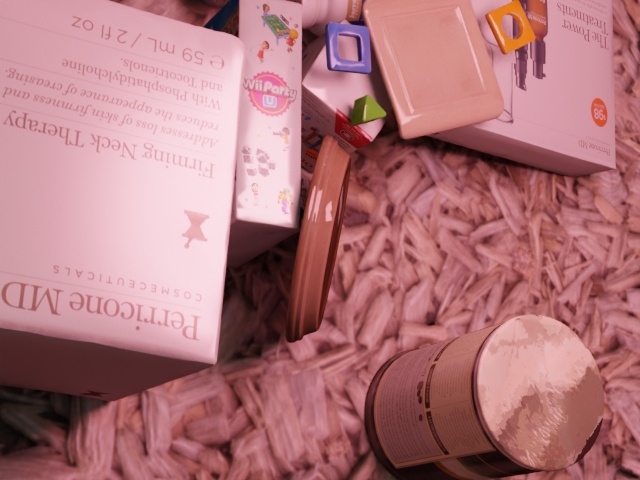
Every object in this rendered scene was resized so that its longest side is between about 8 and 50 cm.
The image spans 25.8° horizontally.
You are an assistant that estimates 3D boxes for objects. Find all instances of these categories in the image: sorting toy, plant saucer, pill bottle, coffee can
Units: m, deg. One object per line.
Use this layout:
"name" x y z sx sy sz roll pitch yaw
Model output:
"sorting toy" 0.149 -0.243 1.893 0.348 0.047 0.196 -15 89 -31
"plant saucer" 0.000 0.000 1.821 0.041 0.278 0.277 10 68 4
"pill bottle" 0.032 -0.351 2.026 0.187 0.112 0.112 -9 81 -31
"coffee can" 0.214 0.222 1.872 0.202 0.275 0.201 8 73 -27

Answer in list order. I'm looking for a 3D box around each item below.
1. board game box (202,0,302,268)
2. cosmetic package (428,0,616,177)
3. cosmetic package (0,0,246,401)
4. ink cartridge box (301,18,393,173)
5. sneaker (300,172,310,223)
"board game box" -0.109 -0.137 1.820 0.098 0.224 0.303 8 72 -25
"cosmetic package" 0.300 -0.268 2.105 0.377 0.097 0.284 10 78 -42
"cosmetic package" -0.310 -0.044 1.618 0.329 0.327 0.393 12 71 -27
"ink cartridge box" 0.009 -0.195 1.932 0.128 0.176 0.127 38 63 -15
"sneaker" -0.032 -0.062 1.955 0.037 0.032 0.083 -26 89 -33
